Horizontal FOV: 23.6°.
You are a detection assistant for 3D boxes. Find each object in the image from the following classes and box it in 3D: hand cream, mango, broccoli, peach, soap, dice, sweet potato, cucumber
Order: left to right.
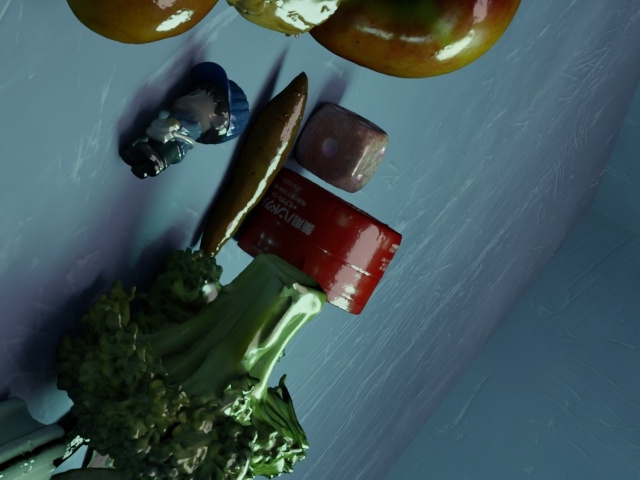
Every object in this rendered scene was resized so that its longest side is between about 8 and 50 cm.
[{"bbox_3d":[-0.375,0.258,1.543,0.150,0.094,0.261,-59,165,19],"label":"soap"},{"bbox_3d":[-0.293,0.231,1.815,0.163,0.039,0.043,-41,177,-41],"label":"cucumber"},{"bbox_3d":[-0.126,-0.264,1.249,0.151,0.120,0.221,34,84,-45],"label":"mango"},{"bbox_3d":[-0.137,0.153,1.723,0.317,0.277,0.338,-48,164,-17],"label":"broccoli"},{"bbox_3d":[-0.077,-0.087,1.847,0.264,0.057,0.057,-63,163,19],"label":"sweet potato"},{"bbox_3d":[0.000,0.000,1.986,0.125,0.193,0.193,-61,164,2],"label":"hand cream"},{"bbox_3d":[0.028,-0.122,2.019,0.094,0.093,0.091,-61,163,12],"label":"dice"},{"bbox_3d":[0.094,-0.301,1.686,0.245,0.248,0.274,-28,-169,23],"label":"peach"}]

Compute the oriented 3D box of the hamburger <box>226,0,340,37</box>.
[{"bbox_3d":[-0.031,-0.331,1.377,0.245,0.155,0.282,-35,139,-11],"label":"hamburger"}]

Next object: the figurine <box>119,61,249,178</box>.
[{"bbox_3d":[-0.136,-0.119,1.588,0.149,0.087,0.086,-47,-162,-32],"label":"figurine"}]

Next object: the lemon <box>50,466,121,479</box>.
[{"bbox_3d":[-0.249,0.466,1.778,0.364,0.364,0.364,-51,162,-24],"label":"lemon"}]

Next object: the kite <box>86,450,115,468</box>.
[{"bbox_3d":[-0.287,0.335,2.046,0.204,0.022,0.360,-20,138,-64],"label":"kite"}]
